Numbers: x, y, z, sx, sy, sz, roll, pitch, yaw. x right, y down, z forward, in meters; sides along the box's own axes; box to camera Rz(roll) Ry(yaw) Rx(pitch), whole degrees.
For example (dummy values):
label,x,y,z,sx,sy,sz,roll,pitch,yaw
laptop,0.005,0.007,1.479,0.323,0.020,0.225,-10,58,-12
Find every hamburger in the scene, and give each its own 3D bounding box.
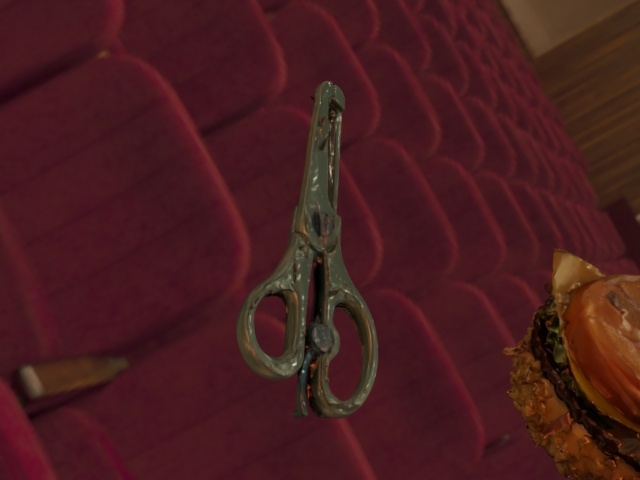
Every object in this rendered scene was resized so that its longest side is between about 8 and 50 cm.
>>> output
label,x,y,z,sx,sy,sz,roll,pitch,yaw
hamburger,0.282,0.135,1.069,0.262,0.138,0.243,21,36,-11

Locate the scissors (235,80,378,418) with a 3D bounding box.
label,x,y,z,sx,sy,sz,roll,pitch,yaw
scissors,0.000,0.000,1.301,0.180,0.032,0.392,25,59,-35
